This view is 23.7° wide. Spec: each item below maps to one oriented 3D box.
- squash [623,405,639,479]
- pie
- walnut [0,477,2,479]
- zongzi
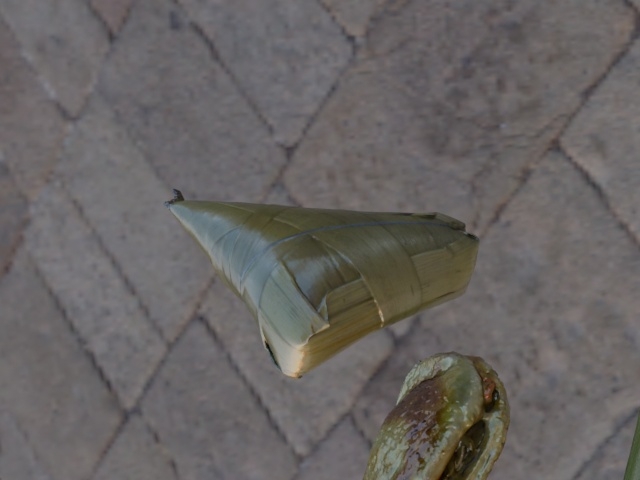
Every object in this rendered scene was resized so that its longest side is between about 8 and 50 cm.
[{"bbox_3d":[0.205,0.080,0.809,0.071,0.080,0.318,14,123,14],"label":"squash"},{"bbox_3d":[0.102,0.203,1.511,0.179,0.084,0.205,-15,43,62],"label":"pie"},{"bbox_3d":[-0.344,0.233,0.941,0.381,0.381,0.381,11,105,45],"label":"walnut"},{"bbox_3d":[0.000,0.000,1.496,0.256,0.228,0.115,44,144,38],"label":"zongzi"}]
